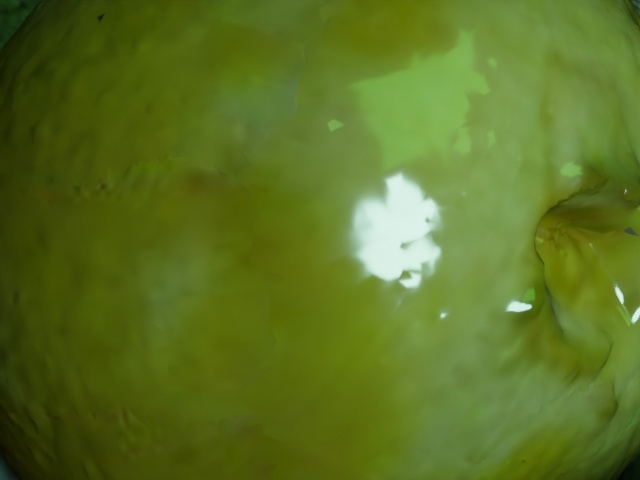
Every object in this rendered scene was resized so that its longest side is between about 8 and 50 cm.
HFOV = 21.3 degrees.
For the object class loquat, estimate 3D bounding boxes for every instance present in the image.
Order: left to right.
[{"bbox_3d":[0.000,0.000,0.721,0.328,0.328,0.328,21,46,-23],"label":"loquat"}]

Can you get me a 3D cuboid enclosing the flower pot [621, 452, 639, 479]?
[{"bbox_3d":[0.342,0.147,0.917,0.307,0.244,0.307,22,45,-24],"label":"flower pot"}]
